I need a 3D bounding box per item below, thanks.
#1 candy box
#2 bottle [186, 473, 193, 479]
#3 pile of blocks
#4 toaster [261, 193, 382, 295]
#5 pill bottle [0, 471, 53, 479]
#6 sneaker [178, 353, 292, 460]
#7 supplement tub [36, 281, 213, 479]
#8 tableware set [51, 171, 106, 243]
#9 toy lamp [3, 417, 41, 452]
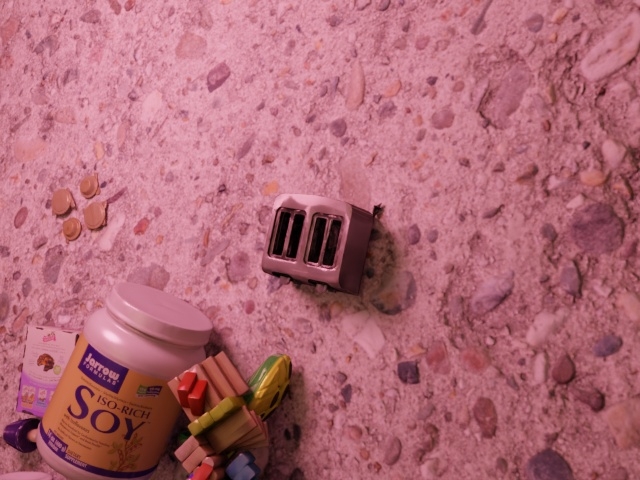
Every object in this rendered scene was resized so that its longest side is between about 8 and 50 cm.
[{"bbox_3d":[-0.592,0.296,1.391,0.165,0.070,0.196,3,83,27],"label":"candy box"},{"bbox_3d":[-0.107,0.490,1.077,0.283,0.092,0.118,9,102,12],"label":"bottle"},{"bbox_3d":[-0.163,0.362,1.005,0.149,0.112,0.361,-13,75,6],"label":"pile of blocks"},{"bbox_3d":[0.000,0.000,1.122,0.168,0.110,0.185,11,86,27],"label":"toaster"},{"bbox_3d":[-0.659,0.639,1.334,0.131,0.130,0.245,-1,81,26],"label":"pill bottle"},{"bbox_3d":[-0.169,0.313,1.155,0.123,0.109,0.295,46,103,21],"label":"sneaker"},{"bbox_3d":[-0.368,0.272,1.186,0.241,0.241,0.331,27,95,28],"label":"supplement tub"},{"bbox_3d":[-0.577,-0.077,1.475,0.169,0.020,0.141,-23,74,20],"label":"tableware set"},{"bbox_3d":[-0.590,0.438,1.362,0.275,0.080,0.080,-3,80,27],"label":"toy lamp"}]
